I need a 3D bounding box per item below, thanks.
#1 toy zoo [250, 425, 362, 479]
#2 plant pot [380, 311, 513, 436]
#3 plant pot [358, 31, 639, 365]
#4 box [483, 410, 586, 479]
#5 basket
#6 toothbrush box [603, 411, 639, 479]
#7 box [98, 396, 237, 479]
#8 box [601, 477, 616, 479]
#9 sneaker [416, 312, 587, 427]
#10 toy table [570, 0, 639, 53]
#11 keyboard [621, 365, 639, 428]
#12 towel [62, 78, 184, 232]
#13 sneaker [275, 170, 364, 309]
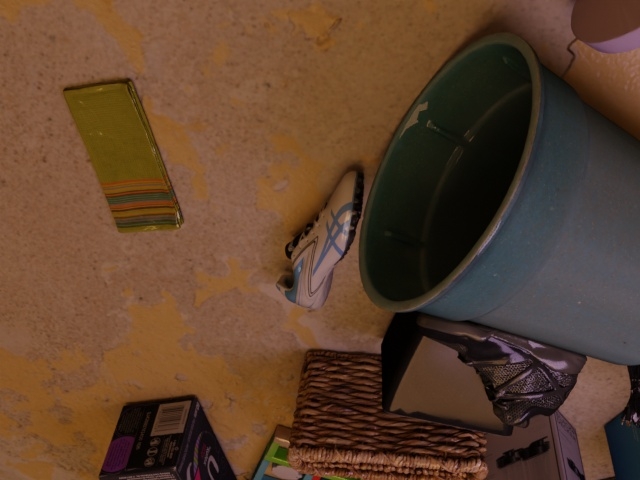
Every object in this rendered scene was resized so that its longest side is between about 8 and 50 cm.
[{"bbox_3d":[-0.036,0.467,1.614,0.192,0.030,0.293,18,127,-7],"label":"toy zoo"},{"bbox_3d":[0.196,0.146,1.261,0.188,0.187,0.167,11,114,-1],"label":"plant pot"},{"bbox_3d":[0.276,-0.019,1.043,0.334,0.341,0.341,23,126,-19],"label":"plant pot"},{"bbox_3d":[0.333,0.415,1.369,0.169,0.290,0.087,-33,118,25],"label":"box"},{"bbox_3d":[0.104,0.328,1.373,0.299,0.223,0.213,3,127,4],"label":"basket"},{"bbox_3d":[0.586,0.305,1.302,0.126,0.216,0.295,27,124,-14],"label":"toothbrush box"},{"bbox_3d":[-0.252,0.429,1.526,0.143,0.165,0.270,-9,126,13],"label":"box"},{"bbox_3d":[0.569,0.644,1.446,0.097,0.395,0.318,-18,123,20],"label":"box"},{"bbox_3d":[0.222,0.170,1.137,0.227,0.087,0.130,19,95,-9],"label":"sneaker"},{"bbox_3d":[0.410,-0.259,0.899,0.161,0.274,0.252,24,86,-15],"label":"toy table"},{"bbox_3d":[0.510,0.170,1.202,0.201,0.317,0.033,-6,174,41],"label":"keyboard"},{"bbox_3d":[-0.272,-0.110,1.214,0.102,0.021,0.237,-7,125,11],"label":"towel"},{"bbox_3d":[0.000,0.000,1.227,0.086,0.085,0.237,23,123,-1],"label":"sneaker"}]
